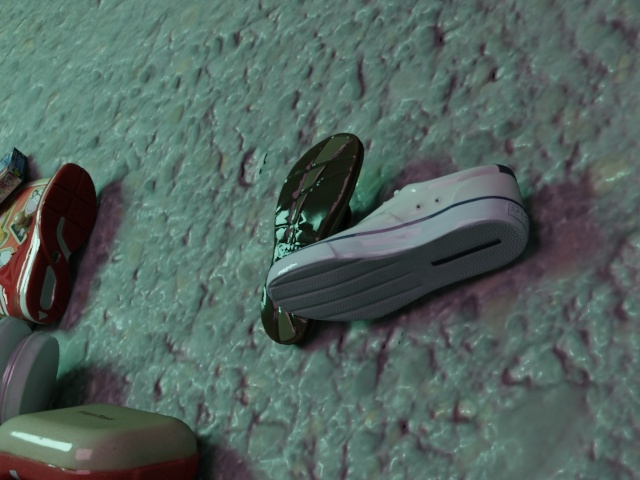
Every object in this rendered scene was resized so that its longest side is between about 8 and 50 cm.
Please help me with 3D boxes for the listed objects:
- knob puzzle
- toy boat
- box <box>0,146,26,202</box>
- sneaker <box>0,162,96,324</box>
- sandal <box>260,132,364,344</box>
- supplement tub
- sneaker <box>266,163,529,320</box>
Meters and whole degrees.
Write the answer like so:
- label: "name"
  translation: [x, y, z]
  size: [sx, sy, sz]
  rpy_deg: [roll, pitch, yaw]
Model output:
- label: "knob puzzle"
  translation: [-0.430, -0.012, 1.653]
  size: [0.213, 0.030, 0.213]
  rpy_deg: [-26, 46, 30]
- label: "toy boat"
  translation: [-0.229, 0.248, 1.196]
  size: [0.231, 0.151, 0.151]
  rpy_deg: [2, 92, 46]
- label: "box"
  translation: [-0.482, -0.066, 1.730]
  size: [0.137, 0.027, 0.094]
  rpy_deg: [-43, 24, 13]
- label: "sneaker"
  translation: [-0.373, 0.005, 1.538]
  size: [0.128, 0.087, 0.221]
  rpy_deg: [-10, 54, 37]
- label: "sandal"
  translation: [0.000, 0.000, 1.198]
  size: [0.090, 0.060, 0.219]
  rpy_deg: [4, 80, 42]
- label: "supplement tub"
  translation: [-0.416, 0.145, 1.368]
  size: [0.200, 0.144, 0.144]
  rpy_deg: [14, 66, 5]
- label: "sneaker"
  translation: [0.071, 0.003, 1.102]
  size: [0.258, 0.094, 0.091]
  rpy_deg: [-16, 40, 22]
